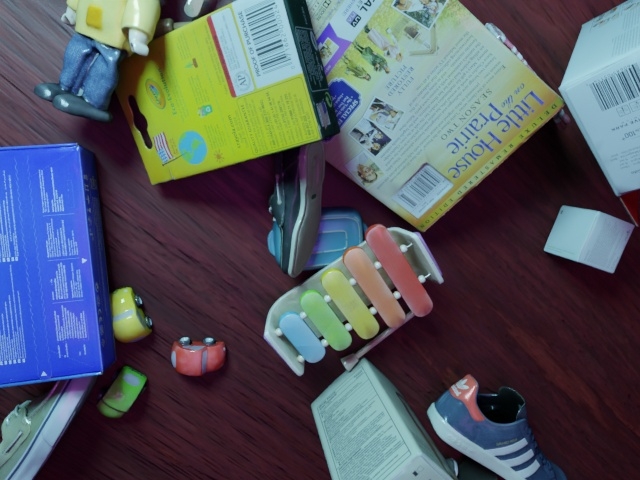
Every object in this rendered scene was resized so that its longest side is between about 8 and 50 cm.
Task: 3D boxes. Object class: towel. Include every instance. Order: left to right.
[{"bbox_3d":[0.344,-0.280,0.777,0.197,0.144,0.029,43,119,-15],"label":"towel"}]

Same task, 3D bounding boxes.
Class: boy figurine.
[{"bbox_3d":[-0.285,-0.306,0.619,0.177,0.092,0.285,35,108,24],"label":"boy figurine"}]

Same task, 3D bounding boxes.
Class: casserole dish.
[{"bbox_3d":[0.000,0.000,0.822,0.188,0.037,0.114,-5,102,-8],"label":"casserole dish"}]

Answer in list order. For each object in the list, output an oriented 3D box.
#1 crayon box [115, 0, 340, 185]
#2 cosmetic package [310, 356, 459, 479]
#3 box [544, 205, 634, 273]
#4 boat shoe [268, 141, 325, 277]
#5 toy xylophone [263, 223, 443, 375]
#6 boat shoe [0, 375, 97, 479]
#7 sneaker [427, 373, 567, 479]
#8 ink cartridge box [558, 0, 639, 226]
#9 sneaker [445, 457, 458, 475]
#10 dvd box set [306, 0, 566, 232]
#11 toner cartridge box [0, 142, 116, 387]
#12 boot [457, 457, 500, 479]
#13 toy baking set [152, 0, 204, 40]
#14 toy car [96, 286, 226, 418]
[{"bbox_3d":[-0.149,-0.214,0.676,0.318,0.081,0.202,-9,106,26],"label":"crayon box"},{"bbox_3d":[0.099,0.348,0.777,0.153,0.296,0.129,-44,106,2],"label":"cosmetic package"},{"bbox_3d":[0.512,-0.004,0.879,0.087,0.101,0.102,18,98,-13],"label":"box"},{"bbox_3d":[-0.045,-0.055,0.757,0.079,0.084,0.233,12,106,25],"label":"boat shoe"},{"bbox_3d":[0.070,0.119,0.812,0.322,0.081,0.236,-41,115,5],"label":"toy xylophone"},{"bbox_3d":[-0.484,0.321,0.765,0.094,0.109,0.302,33,97,-13],"label":"boat shoe"},{"bbox_3d":[0.392,0.392,0.924,0.350,0.131,0.148,32,99,-15],"label":"sneaker"},{"bbox_3d":[0.529,-0.222,0.741,0.272,0.130,0.309,52,48,-16],"label":"ink cartridge box"},{"bbox_3d":[0.214,0.502,0.954,0.158,0.061,0.065,-38,99,-2],"label":"sneaker"},{"bbox_3d":[0.111,-0.235,0.714,0.420,0.062,0.307,34,122,-15],"label":"dvd box set"},{"bbox_3d":[-0.425,0.035,0.701,0.165,0.075,0.348,-5,92,-8],"label":"toner cartridge box"},{"bbox_3d":[0.260,0.593,0.951,0.305,0.112,0.115,-36,122,-7],"label":"boot"},{"bbox_3d":[-0.249,-0.397,0.679,0.256,0.030,0.197,0,100,-1],"label":"toy baking set"},{"bbox_3d":[-0.315,0.227,0.802,0.239,0.053,0.225,36,93,-15],"label":"toy car"}]
